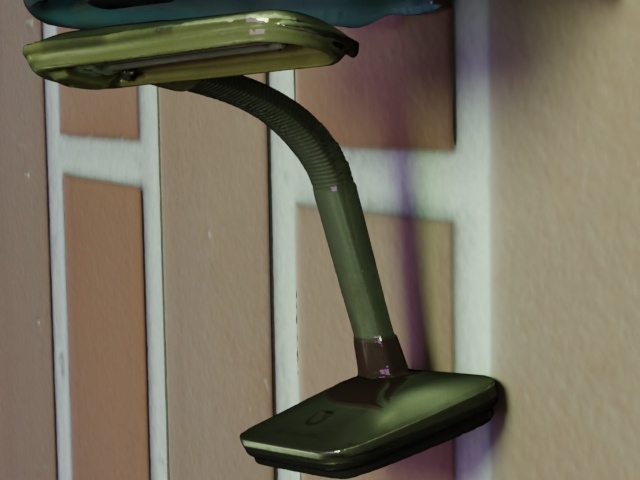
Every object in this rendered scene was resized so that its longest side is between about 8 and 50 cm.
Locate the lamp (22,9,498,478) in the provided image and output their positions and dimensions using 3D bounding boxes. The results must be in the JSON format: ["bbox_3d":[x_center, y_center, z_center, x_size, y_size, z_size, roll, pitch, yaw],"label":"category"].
[{"bbox_3d":[0.004,-0.005,0.802,0.203,0.124,0.283,3,125,55],"label":"lamp"}]

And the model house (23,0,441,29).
[{"bbox_3d":[-0.010,-0.246,0.761,0.215,0.237,0.303,19,110,61],"label":"model house"}]
